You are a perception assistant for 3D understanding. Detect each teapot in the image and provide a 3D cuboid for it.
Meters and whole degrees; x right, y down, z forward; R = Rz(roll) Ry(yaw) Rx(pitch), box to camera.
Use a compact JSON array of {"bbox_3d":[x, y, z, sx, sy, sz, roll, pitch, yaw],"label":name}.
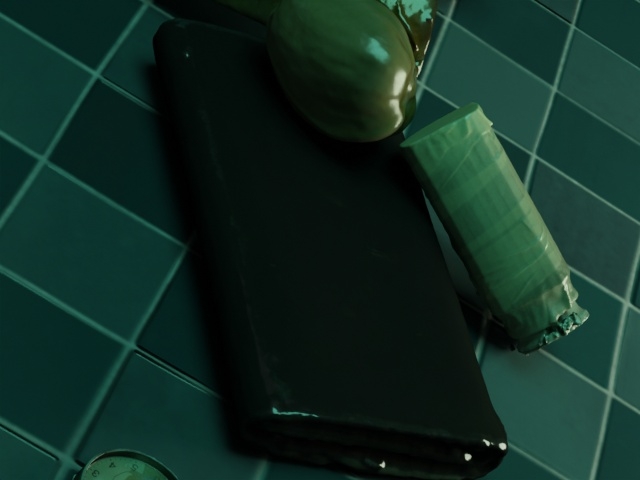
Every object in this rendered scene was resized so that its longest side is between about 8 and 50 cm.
[{"bbox_3d":[0.143,-0.009,1.581,0.200,0.077,0.107,61,4,-6],"label":"teapot"}]

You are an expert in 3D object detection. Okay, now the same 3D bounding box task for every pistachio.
[{"bbox_3d":[0.018,-0.142,1.547,0.149,0.113,0.113,36,34,28],"label":"pistachio"}]

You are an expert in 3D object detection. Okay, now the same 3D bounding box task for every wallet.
[{"bbox_3d":[0.000,0.001,1.506,0.228,0.062,0.406,11,44,-29],"label":"wallet"}]

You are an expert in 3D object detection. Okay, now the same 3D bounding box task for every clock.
[{"bbox_3d":[-0.123,0.174,1.263,0.085,0.017,0.085,21,41,-20],"label":"clock"}]

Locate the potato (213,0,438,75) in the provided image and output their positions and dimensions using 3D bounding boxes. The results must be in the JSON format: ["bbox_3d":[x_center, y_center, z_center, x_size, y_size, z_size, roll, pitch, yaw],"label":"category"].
[{"bbox_3d":[-0.042,-0.254,1.660,0.255,0.112,0.269,14,26,-19],"label":"potato"}]
